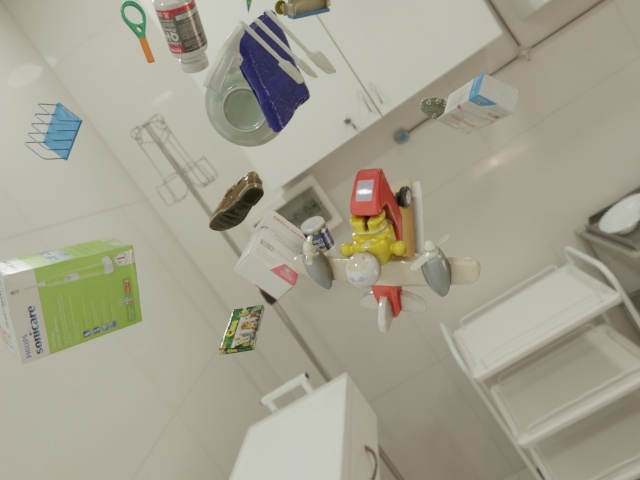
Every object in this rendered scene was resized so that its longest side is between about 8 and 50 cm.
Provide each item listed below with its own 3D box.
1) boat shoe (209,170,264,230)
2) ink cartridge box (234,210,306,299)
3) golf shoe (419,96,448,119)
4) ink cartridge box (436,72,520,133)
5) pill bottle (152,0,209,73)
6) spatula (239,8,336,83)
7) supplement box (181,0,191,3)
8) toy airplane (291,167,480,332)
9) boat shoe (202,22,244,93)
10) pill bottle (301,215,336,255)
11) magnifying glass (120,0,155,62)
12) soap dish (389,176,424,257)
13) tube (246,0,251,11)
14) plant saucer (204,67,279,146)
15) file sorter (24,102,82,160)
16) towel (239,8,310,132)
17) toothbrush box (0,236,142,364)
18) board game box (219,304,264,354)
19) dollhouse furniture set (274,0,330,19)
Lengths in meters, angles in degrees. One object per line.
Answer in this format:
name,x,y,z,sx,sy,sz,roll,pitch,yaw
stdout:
boat shoe,-0.334,-0.152,1.978,0.307,0.104,0.110,-36,-39,28
ink cartridge box,-0.172,0.051,1.873,0.117,0.207,0.283,-44,17,35
golf shoe,0.388,-0.416,1.567,0.086,0.176,0.069,-105,26,-61
ink cartridge box,0.374,-0.325,1.203,0.181,0.104,0.062,166,123,-71
pill bottle,-0.600,-0.916,2.199,0.176,0.319,0.176,-6,44,6
spatula,-0.085,-0.501,1.295,0.168,0.242,0.019,10,70,50
supplement box,-0.366,-0.747,1.282,0.114,0.111,0.220,9,-73,-54
toy airplane,0.141,0.065,1.263,0.386,0.384,0.272,-51,-9,31
boat shoe,-0.234,-0.461,1.273,0.184,0.063,0.066,-55,20,16
pill bottle,0.000,0.000,1.899,0.094,0.169,0.094,-20,31,12
magnifying glass,-0.676,-0.781,1.867,0.026,0.231,0.092,-10,12,46
soap dish,0.293,-0.082,1.721,0.118,0.229,0.291,-3,17,12
tube,-0.306,-1.089,2.153,0.207,0.052,0.080,112,171,-67
plant saucer,-0.348,-0.622,2.329,0.400,0.400,0.100,-33,23,16
file sorter,-0.953,-0.385,1.767,0.170,0.118,0.104,-57,-11,21
towel,-0.155,-0.521,1.545,0.076,0.308,0.228,3,45,33
toothbrush box,-0.584,0.127,1.164,0.122,0.206,0.283,13,23,40
board game box,-0.306,0.347,1.966,0.136,0.030,0.260,-13,27,9
dollhouse furniture set,-0.042,-0.901,1.606,0.303,0.286,0.198,-24,39,-20
